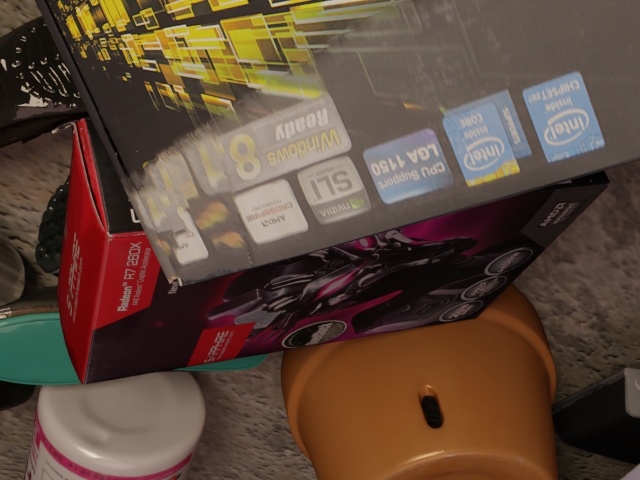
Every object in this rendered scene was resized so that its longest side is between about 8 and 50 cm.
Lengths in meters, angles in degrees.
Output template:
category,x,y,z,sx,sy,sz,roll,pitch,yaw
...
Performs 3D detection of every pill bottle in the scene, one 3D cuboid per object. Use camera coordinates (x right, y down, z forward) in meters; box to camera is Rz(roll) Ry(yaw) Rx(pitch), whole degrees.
category,x,y,z,sx,sy,sz,roll,pitch,yaw
pill bottle,-0.226,0.257,0.884,0.160,0.160,0.283,12,124,-14

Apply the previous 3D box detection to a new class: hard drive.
category,x,y,z,sx,sy,sz,roll,pitch,yaw
hard drive,0.402,0.208,0.939,0.254,0.054,0.172,14,150,-13

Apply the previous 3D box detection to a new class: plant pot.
category,x,y,z,sx,sy,sz,roll,pitch,yaw
plant pot,0.109,0.197,0.849,0.291,0.203,0.291,-3,127,-4

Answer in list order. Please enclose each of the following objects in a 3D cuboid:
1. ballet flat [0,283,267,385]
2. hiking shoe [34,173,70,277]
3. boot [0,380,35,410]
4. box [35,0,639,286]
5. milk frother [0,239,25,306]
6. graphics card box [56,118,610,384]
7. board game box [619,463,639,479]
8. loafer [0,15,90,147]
category,x,y,z,sx,sy,sz,roll,pitch,yaw
ballet flat,-0.183,0.079,0.788,0.280,0.096,0.095,4,123,-21
hiking shoe,-0.105,-0.029,0.719,0.304,0.113,0.132,-25,136,21
boot,-0.413,0.138,0.756,0.229,0.091,0.263,-20,153,27
box,0.042,-0.176,0.339,0.395,0.097,0.318,-15,107,29
milk frother,-0.319,-0.018,0.720,0.129,0.143,0.135,27,168,15
graphics card box,0.000,0.000,0.649,0.371,0.094,0.233,-7,152,-24
board game box,0.313,0.348,0.900,0.318,0.066,0.319,-38,142,-1
loafer,-0.223,-0.118,0.656,0.220,0.078,0.080,-18,88,-14
